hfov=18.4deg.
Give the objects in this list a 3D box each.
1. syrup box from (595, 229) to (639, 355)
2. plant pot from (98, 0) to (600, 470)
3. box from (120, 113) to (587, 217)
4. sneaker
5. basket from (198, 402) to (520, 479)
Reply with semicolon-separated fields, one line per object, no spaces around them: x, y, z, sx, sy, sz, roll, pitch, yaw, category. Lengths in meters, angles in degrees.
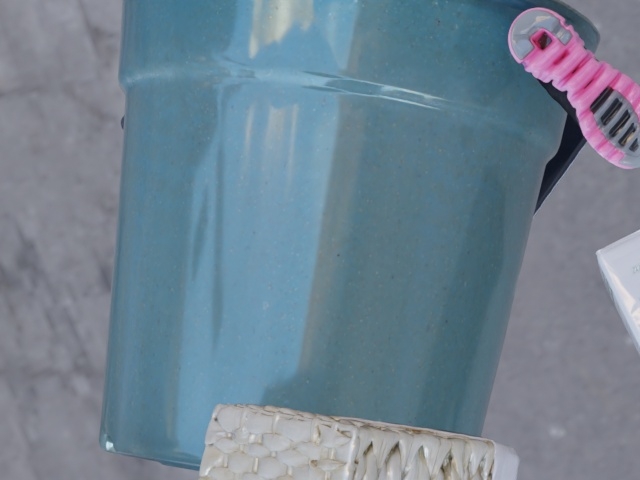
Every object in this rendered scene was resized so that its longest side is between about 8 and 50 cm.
0.270;0.101;1.261;0.237;0.096;0.093;67;-174;19;syrup box
0.000;0.000;1.354;0.341;0.341;0.334;1;81;52;plant pot
0.034;-0.123;1.889;0.212;0.293;0.395;35;180;-34;box
0.163;-0.094;1.225;0.119;0.047;0.057;50;179;2;sneaker
0.011;0.148;1.043;0.167;0.103;0.113;0;78;60;basket
